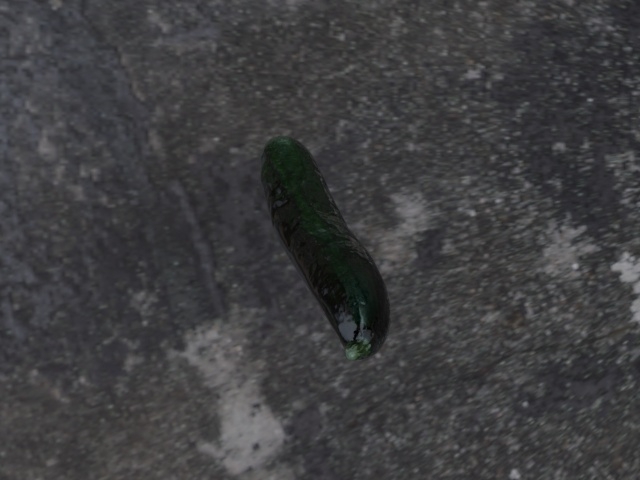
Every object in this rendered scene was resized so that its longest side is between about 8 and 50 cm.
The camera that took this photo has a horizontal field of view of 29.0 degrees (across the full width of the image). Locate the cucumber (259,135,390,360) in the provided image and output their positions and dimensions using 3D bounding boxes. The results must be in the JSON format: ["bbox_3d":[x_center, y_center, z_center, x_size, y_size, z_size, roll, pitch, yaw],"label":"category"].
[{"bbox_3d":[0.000,0.000,0.858,0.056,0.056,0.284,-59,27,21],"label":"cucumber"}]
